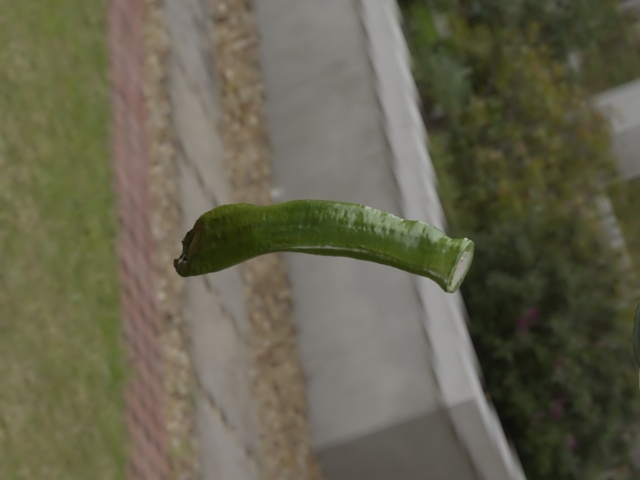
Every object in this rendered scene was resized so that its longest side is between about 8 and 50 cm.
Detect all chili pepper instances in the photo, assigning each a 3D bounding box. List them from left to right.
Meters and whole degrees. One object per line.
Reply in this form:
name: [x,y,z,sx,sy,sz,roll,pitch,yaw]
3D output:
chili pepper: [0.000,0.000,1.261,0.050,0.202,0.052,81,18,-46]

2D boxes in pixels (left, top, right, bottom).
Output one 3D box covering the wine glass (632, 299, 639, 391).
wine glass: [0.178,0.057,0.776,0.222,0.103,0.103,-36,106,-80]
